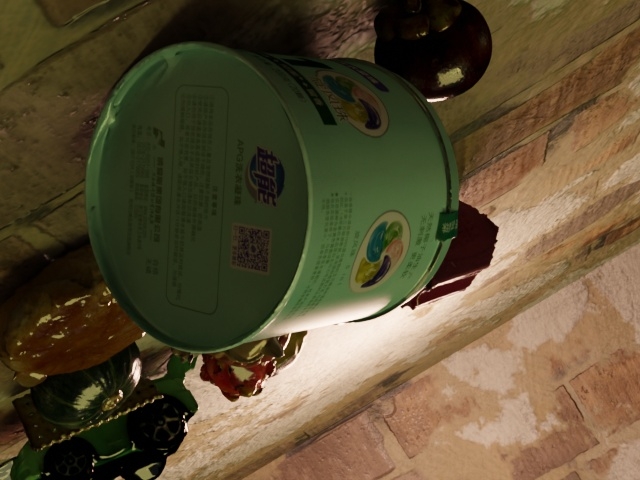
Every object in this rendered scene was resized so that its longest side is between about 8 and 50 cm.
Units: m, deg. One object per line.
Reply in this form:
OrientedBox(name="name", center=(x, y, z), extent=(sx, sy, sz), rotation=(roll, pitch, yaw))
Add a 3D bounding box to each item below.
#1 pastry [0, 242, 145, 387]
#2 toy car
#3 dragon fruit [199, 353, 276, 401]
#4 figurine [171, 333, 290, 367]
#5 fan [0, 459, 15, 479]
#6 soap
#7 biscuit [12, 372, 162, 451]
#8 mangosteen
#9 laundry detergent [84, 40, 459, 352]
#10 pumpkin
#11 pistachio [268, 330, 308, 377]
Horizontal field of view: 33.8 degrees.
OrientedBox(name="pastry", center=(-0.298, 0.087, 1.315), extent=(0.229, 0.100, 0.218), rotation=(1, 140, -51))
OrientedBox(name="toy car", center=(-0.353, 0.325, 1.781), extent=(0.358, 0.176, 0.213), rotation=(-17, 158, -27))
OrientedBox(name="dragon fruit", center=(-0.143, 0.199, 1.841), extent=(0.133, 0.150, 0.208), rotation=(5, 151, -5))
OrientedBox(name="figurine", center=(-0.115, 0.125, 1.604), extent=(0.207, 0.166, 0.387), rotation=(-51, 161, -6))
OrientedBox(name="fan", center=(-0.532, 0.413, 1.982), extent=(0.240, 0.009, 0.131), rotation=(-11, 153, -48))
OrientedBox(name="soap", center=(0.210, 0.016, 1.870), extent=(0.250, 0.162, 0.099), rotation=(-16, 152, -44))
OrientedBox(name="biscuit", center=(-0.358, 0.239, 1.596), extent=(0.203, 0.144, 0.016), rotation=(-23, 127, -20))
OrientedBox(name="mangosteen", center=(0.118, -0.218, 1.143), extent=(0.140, 0.140, 0.140), rotation=(-28, 163, -10))
OrientedBox(name="laundry detergent", center=(-0.031, -0.047, 1.070), extent=(0.287, 0.287, 0.305), rotation=(-42, 159, 32))
OrientedBox(name="pumpkin", center=(-0.334, 0.191, 1.499), extent=(0.167, 0.125, 0.167), rotation=(-41, 173, -6))
OrientedBox(name="pistachio", center=(-0.104, 0.214, 1.984), extent=(0.189, 0.100, 0.110), rotation=(-27, 158, -16))
